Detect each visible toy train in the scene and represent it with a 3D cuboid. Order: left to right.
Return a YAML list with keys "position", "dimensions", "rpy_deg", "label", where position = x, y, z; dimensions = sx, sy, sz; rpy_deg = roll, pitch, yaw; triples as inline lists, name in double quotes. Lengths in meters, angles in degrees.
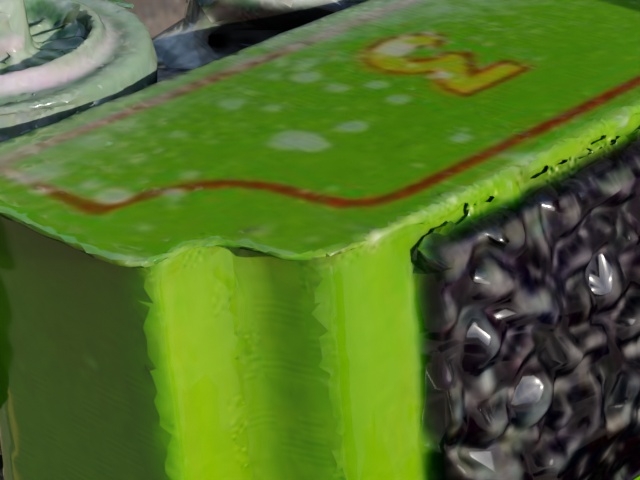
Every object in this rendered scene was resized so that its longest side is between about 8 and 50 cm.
- position: [0.000, 0.000, 0.593]
  dimensions: [0.307, 0.173, 0.249]
  rpy_deg: [-26, 34, -38]
  label: "toy train"
